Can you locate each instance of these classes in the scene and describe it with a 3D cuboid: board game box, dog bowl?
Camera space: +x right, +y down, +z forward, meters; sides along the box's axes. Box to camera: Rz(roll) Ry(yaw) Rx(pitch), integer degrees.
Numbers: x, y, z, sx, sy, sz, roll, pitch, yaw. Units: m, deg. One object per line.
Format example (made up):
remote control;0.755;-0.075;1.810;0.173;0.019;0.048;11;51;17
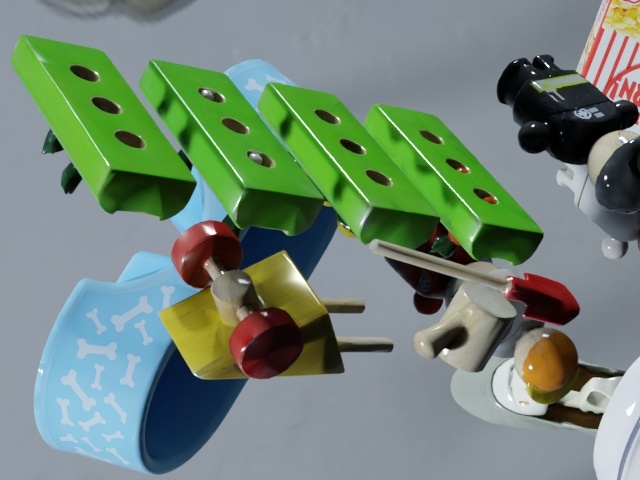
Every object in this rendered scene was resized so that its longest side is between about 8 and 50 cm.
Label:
board game box;0.298;-0.146;1.471;0.147;0.193;0.045;14;41;-1
dog bowl;-0.073;0.023;1.137;0.074;0.166;0.297;25;75;22

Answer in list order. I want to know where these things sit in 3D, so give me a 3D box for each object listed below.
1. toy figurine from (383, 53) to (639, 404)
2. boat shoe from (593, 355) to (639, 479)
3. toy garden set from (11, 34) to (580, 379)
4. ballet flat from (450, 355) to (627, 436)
toy figurine;0.167;-0.002;1.244;0.213;0.209;0.148;-44;53;1
boat shoe;0.235;0.187;1.113;0.096;0.088;0.267;-23;128;-32
toy garden set;0.000;0.000;0.759;0.244;0.049;0.204;8;31;-38
ballet flat;0.207;0.122;1.398;0.213;0.068;0.072;11;68;18
